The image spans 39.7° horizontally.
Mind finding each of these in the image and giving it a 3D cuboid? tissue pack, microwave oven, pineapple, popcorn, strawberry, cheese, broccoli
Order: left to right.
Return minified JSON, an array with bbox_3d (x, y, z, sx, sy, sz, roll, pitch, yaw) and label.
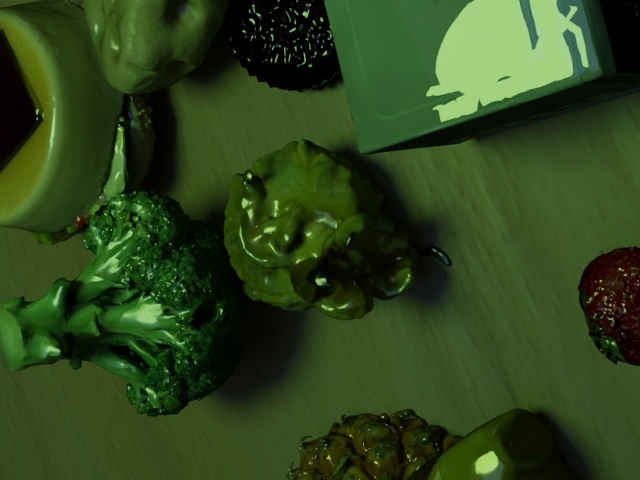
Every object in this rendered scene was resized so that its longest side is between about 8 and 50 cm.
[{"bbox_3d":[-0.209,0.067,0.961,0.270,0.270,0.269,29,125,52],"label":"broccoli"},{"bbox_3d":[-0.173,-0.272,0.934,0.218,0.117,0.235,21,111,58],"label":"cheese"},{"bbox_3d":[0.002,0.264,0.911,0.140,0.164,0.249,47,125,30],"label":"pineapple"},{"bbox_3d":[0.002,-0.010,0.875,0.195,0.174,0.168,7,81,45],"label":"popcorn"},{"bbox_3d":[0.126,-0.241,0.711,0.238,0.181,0.295,-15,89,39],"label":"microwave oven"},{"bbox_3d":[0.179,0.254,0.794,0.178,0.123,0.127,52,124,17],"label":"tissue pack"},{"bbox_3d":[0.261,0.051,0.723,0.106,0.106,0.106,7,102,36],"label":"strawberry"}]

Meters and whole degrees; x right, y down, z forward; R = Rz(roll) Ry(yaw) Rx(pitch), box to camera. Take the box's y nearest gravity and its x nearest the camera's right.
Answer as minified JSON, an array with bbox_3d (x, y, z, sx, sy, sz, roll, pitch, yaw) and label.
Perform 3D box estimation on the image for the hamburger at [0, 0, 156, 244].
[{"bbox_3d":[-0.334,-0.145,1.078,0.302,0.170,0.301,4,97,37],"label":"hamburger"}]

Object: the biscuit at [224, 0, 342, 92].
[{"bbox_3d":[-0.027,-0.244,0.903,0.195,0.053,0.194,7,102,36],"label":"biscuit"}]
